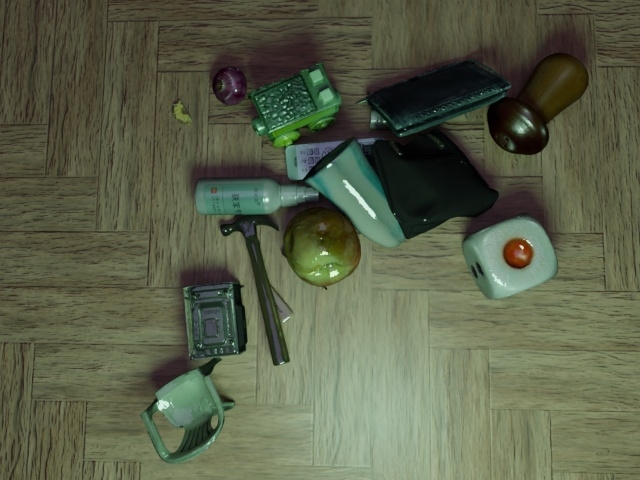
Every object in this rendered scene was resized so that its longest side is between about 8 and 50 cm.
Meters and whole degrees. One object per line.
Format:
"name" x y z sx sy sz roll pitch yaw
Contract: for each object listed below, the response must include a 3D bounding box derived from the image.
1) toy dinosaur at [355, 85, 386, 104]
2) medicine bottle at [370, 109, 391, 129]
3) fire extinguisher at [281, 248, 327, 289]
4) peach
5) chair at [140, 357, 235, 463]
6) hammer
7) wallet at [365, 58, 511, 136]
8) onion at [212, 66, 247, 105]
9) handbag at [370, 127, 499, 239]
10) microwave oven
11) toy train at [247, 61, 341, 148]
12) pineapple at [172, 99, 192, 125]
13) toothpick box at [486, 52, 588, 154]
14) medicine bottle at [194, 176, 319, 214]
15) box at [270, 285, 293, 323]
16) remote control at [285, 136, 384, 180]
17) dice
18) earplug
"toy dinosaur" 0.164 -0.420 1.653 0.119 0.029 0.060 -19 95 1
"medicine bottle" 0.193 -0.356 1.626 0.091 0.058 0.058 4 84 3
"fire extinguisher" -0.037 0.079 1.608 0.173 0.035 0.049 43 49 6
"peach" 0.000 0.000 1.524 0.214 0.214 0.236 -23 53 0
"chair" -0.336 0.447 1.460 0.203 0.275 0.191 -30 84 2
"hammer" -0.164 0.138 1.577 0.168 0.044 0.440 -15 77 4
"wallet" 0.325 -0.406 1.559 0.342 0.075 0.237 -22 41 -5
"onion" -0.267 -0.461 1.647 0.104 0.115 0.115 -25 81 -45
"handbag" 0.295 -0.172 1.526 0.342 0.152 0.288 -15 72 -33
"microwave oven" -0.297 0.223 1.554 0.163 0.129 0.205 -8 84 3
"toy train" -0.070 -0.379 1.577 0.271 0.188 0.159 -23 85 -2
"pineapple" -0.426 -0.385 1.681 0.045 0.019 0.083 -33 83 -7
"toothpick box" 0.605 -0.379 1.548 0.192 0.192 0.294 42 82 6
"medicine bottle" -0.179 -0.130 1.594 0.351 0.110 0.110 -1 84 2
"box" -0.129 0.186 1.601 0.048 0.025 0.115 -39 84 0
"remote control" 0.046 -0.240 1.625 0.293 0.051 0.103 -5 92 0
"dice" 0.511 0.044 1.502 0.193 0.192 0.194 -24 85 -1
"earplug" 0.122 -0.107 1.543 0.185 0.185 0.324 -41 103 -2
